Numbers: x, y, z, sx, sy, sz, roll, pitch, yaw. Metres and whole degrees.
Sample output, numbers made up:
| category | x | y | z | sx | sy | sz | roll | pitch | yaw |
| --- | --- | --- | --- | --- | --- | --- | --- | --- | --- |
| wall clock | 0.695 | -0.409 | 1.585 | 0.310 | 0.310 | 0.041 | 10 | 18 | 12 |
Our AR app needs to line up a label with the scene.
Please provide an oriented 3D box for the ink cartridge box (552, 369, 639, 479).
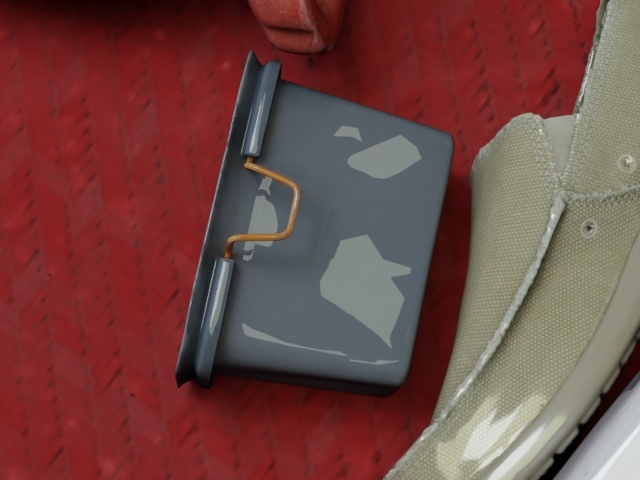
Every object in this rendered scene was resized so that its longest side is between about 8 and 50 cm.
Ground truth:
| category | x | y | z | sx | sy | sz | roll | pitch | yaw |
| --- | --- | --- | --- | --- | --- | --- | --- | --- | --- |
| ink cartridge box | 0.122 | 0.123 | 0.555 | 0.115 | 0.198 | 0.273 | 38 | 84 | 12 |

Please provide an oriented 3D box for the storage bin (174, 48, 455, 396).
| category | x | y | z | sx | sy | sz | roll | pitch | yaw |
| --- | --- | --- | --- | --- | --- | --- | --- | --- | --- |
| storage bin | 0.000 | 0.000 | 0.658 | 0.091 | 0.098 | 0.135 | 12 | 78 | -1 |

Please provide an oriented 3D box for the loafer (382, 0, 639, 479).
| category | x | y | z | sx | sy | sz | roll | pitch | yaw |
| --- | --- | --- | --- | --- | --- | --- | --- | --- | --- |
| loafer | 0.092 | 0.006 | 0.638 | 0.092 | 0.102 | 0.268 | 31 | 71 | 11 |

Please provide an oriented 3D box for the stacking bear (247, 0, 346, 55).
| category | x | y | z | sx | sy | sz | roll | pitch | yaw |
| --- | --- | --- | --- | --- | --- | --- | --- | --- | --- |
| stacking bear | -0.141 | -0.176 | 0.683 | 0.289 | 0.175 | 0.164 | -1 | 52 | 16 |
